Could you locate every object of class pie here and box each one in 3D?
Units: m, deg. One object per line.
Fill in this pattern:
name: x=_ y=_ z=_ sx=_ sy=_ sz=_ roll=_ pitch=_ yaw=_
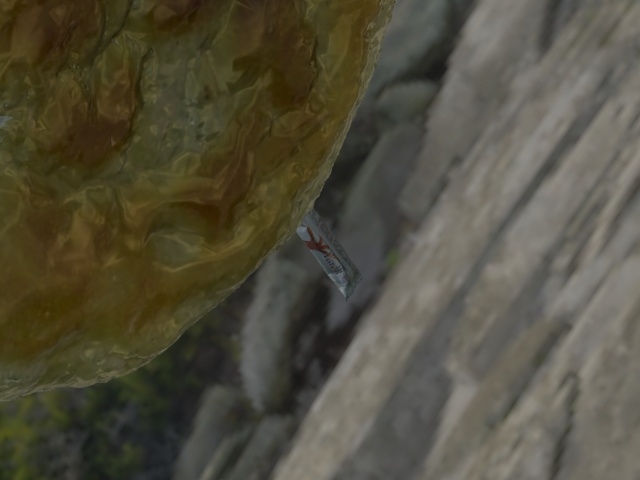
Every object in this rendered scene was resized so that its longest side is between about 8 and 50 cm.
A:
pie: x=-0.079 y=-0.098 z=0.640 sx=0.075 sy=0.337 sz=0.337 roll=30 pitch=86 yaw=44

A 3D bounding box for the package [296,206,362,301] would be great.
package: x=0.000 y=0.000 z=1.560 sx=0.015 sy=0.110 sz=0.037 roll=-18 pitch=28 yaw=39
